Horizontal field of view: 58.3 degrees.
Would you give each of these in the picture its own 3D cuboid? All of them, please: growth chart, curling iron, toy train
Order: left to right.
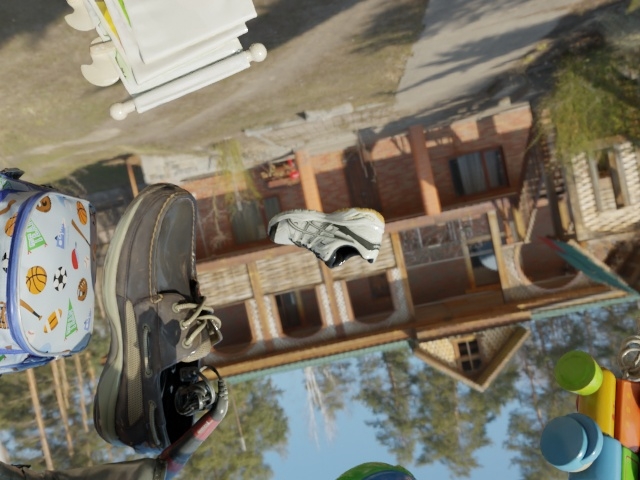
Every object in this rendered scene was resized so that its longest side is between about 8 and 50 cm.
[{"bbox_3d":[-0.146,-0.237,0.503,0.172,0.237,0.021,-14,-178,1],"label":"growth chart"},{"bbox_3d":[-0.167,0.233,0.647,0.035,0.068,0.274,3,132,-37],"label":"curling iron"},{"bbox_3d":[0.324,0.167,0.660,0.143,0.248,0.105,36,147,-26],"label":"toy train"}]

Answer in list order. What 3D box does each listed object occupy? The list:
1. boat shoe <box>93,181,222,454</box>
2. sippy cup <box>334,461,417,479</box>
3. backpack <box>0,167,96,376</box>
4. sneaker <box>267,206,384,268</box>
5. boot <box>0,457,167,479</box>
[{"bbox_3d":[-0.185,0.106,0.719,0.130,0.355,0.132,16,-163,18],"label":"boat shoe"},{"bbox_3d":[0.123,0.429,0.725,0.305,0.240,0.224,-35,-162,-31],"label":"sippy cup"},{"bbox_3d":[-0.380,0.037,0.632,0.213,0.276,0.263,-5,175,10],"label":"backpack"},{"bbox_3d":[0.000,0.000,0.374,0.083,0.037,0.032,-3,162,29],"label":"sneaker"},{"bbox_3d":[-0.268,0.265,0.596,0.161,0.083,0.246,25,142,-24],"label":"boot"}]
